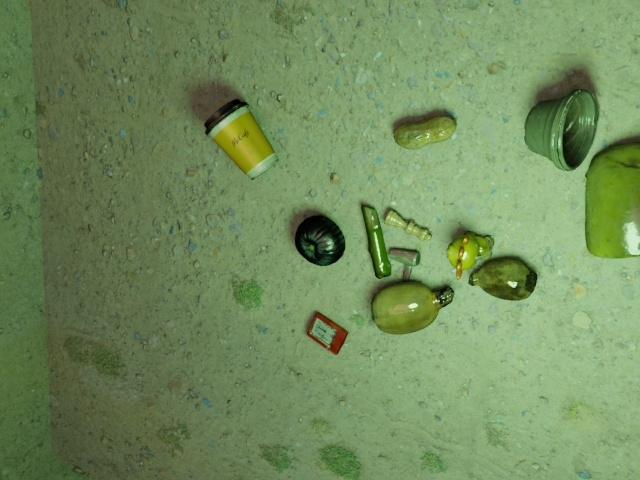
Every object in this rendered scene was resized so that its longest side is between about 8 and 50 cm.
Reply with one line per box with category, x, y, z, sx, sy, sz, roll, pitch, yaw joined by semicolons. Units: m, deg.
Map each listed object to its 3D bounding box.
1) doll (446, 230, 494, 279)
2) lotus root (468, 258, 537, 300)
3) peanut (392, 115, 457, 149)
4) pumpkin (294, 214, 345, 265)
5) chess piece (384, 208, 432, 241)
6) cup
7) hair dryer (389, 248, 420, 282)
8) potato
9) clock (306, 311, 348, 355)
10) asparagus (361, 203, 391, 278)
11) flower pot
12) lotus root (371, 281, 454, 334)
doll;0.475;0.041;1.801;0.135;0.221;0.142;17;110;25
lotus root;0.589;0.124;1.823;0.214;0.138;0.138;6;108;26
peanut;0.338;-0.348;1.825;0.214;0.099;0.099;-9;102;23
pumpkin;0.000;0.000;2.072;0.202;0.140;0.202;20;127;28
chess piece;0.308;-0.047;1.951;0.172;0.060;0.060;28;116;14
cup;-0.289;-0.371;2.079;0.196;0.196;0.279;-33;96;31
hair dryer;0.300;0.106;2.009;0.106;0.054;0.154;9;114;29
potato;0.872;-0.124;1.552;0.330;0.213;0.280;-18;98;28
clock;0.029;0.361;2.218;0.155;0.061;0.113;31;117;19
asparagus;0.200;0.001;2.018;0.067;0.060;0.277;1;107;47
flower pot;0.675;-0.320;1.604;0.141;0.236;0.235;22;117;44
lotus root;0.322;0.229;1.966;0.310;0.183;0.182;-15;98;23
